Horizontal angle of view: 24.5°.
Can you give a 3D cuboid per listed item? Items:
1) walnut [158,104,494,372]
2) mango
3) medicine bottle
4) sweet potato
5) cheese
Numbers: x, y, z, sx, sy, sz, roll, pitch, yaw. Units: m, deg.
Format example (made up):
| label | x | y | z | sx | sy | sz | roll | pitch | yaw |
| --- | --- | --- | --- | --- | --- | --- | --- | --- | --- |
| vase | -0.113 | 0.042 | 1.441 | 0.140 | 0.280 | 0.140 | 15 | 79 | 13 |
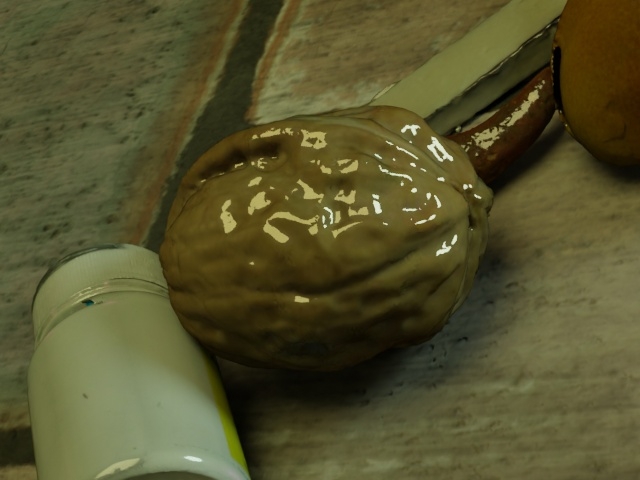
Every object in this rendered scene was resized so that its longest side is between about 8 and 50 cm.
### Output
| label | x | y | z | sx | sy | sz | roll | pitch | yaw |
| --- | --- | --- | --- | --- | --- | --- | --- | --- | --- |
| walnut | 0.000 | 0.000 | 1.043 | 0.245 | 0.198 | 0.198 | -7 | 46 | 23 |
| mango | 0.265 | -0.154 | 1.046 | 0.236 | 0.166 | 0.136 | -49 | -9 | 15 |
| medicine bottle | -0.137 | 0.123 | 1.057 | 0.143 | 0.143 | 0.258 | -31 | 39 | 6 |
| sweet potato | 0.081 | -0.056 | 1.144 | 0.255 | 0.058 | 0.078 | -22 | 66 | 13 |
| cheese | 0.049 | -0.084 | 1.227 | 0.400 | 0.034 | 0.085 | -36 | 33 | -1 |
